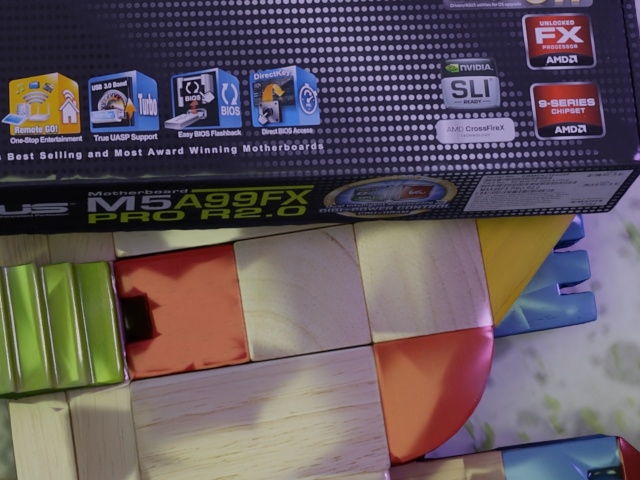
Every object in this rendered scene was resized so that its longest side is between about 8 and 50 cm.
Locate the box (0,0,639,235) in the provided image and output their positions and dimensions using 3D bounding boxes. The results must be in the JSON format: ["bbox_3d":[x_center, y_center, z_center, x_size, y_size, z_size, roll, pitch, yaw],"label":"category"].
[{"bbox_3d":[-0.025,-0.115,0.718,0.270,0.060,0.216,-2,73,-7],"label":"box"}]

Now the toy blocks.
[{"bbox_3d":[0.000,0.000,0.796,0.261,0.191,0.381,-9,84,0],"label":"toy blocks"}]
